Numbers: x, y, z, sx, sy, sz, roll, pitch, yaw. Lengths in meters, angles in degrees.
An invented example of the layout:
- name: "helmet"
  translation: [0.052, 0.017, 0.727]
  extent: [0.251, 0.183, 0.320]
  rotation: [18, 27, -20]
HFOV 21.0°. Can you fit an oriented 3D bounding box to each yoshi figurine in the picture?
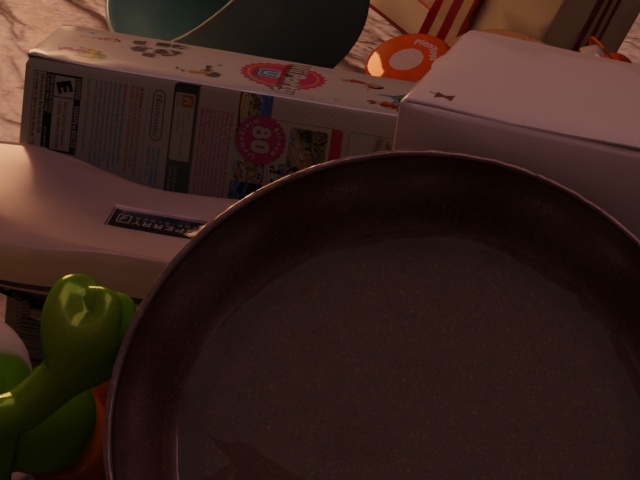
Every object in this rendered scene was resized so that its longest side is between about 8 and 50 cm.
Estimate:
- name: "yoshi figurine"
  translation: [-0.218, 0.047, 0.915]
  extent: [0.203, 0.203, 0.362]
  rotation: [52, 5, 11]

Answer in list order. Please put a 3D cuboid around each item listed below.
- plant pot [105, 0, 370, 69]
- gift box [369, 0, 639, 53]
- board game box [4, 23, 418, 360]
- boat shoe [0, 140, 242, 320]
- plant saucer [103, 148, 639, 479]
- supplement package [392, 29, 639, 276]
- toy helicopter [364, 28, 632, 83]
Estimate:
- name: "plant pot"
  translation: [-0.061, -0.275, 1.849]
  extent: [0.195, 0.290, 0.290]
  rotation: [37, 3, -36]
- name: "gift box"
  translation: [0.235, -0.284, 1.953]
  extent: [0.255, 0.258, 0.276]
  rotation: [-13, 50, -46]
- name: "board game box"
  translation: [-0.059, -0.013, 1.222]
  extent: [0.303, 0.224, 0.097]
  rotation: [10, 20, 3]
- name: "boat shoe"
  translation: [-0.144, 0.044, 1.140]
  extent: [0.340, 0.158, 0.127]
  rotation: [13, 35, 14]
- name: "plant saucer"
  translation: [0.046, 0.098, 0.882]
  extent: [0.310, 0.050, 0.311]
  rotation: [-2, 63, 3]
- name: "supplement package"
  translation: [0.129, 0.045, 1.054]
  extent: [0.175, 0.293, 0.177]
  rotation: [14, 24, 13]
- name: "toy helicopter"
  translation: [0.215, -0.089, 1.540]
  extent: [0.235, 0.140, 0.355]
  rotation: [-29, 44, -15]
